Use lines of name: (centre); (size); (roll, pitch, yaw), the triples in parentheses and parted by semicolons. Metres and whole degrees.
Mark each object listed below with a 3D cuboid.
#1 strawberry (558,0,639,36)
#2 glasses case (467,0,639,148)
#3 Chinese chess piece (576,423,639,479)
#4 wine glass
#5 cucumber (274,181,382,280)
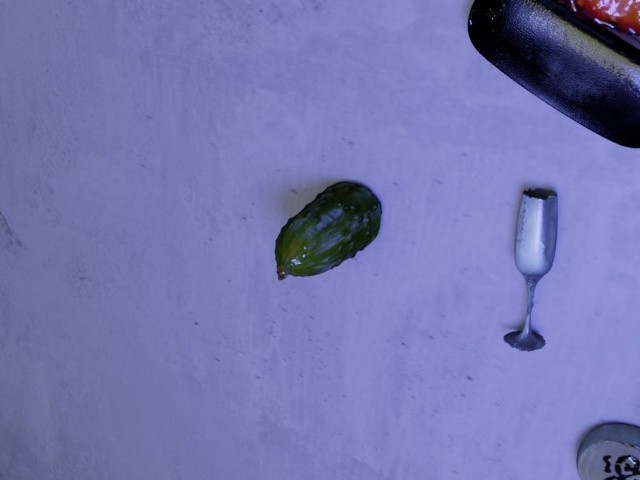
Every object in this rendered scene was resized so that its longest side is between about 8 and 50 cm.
strawberry: (0.382, -0.345, 0.766); (0.236, 0.111, 0.190); (40, 118, -16)
glasses case: (0.334, -0.239, 0.837); (0.314, 0.075, 0.122); (38, 142, 14)
Chinese chess piece: (0.487, 0.366, 1.010); (0.144, 0.058, 0.144); (12, 115, 28)
wine glass: (0.327, 0.042, 0.975); (0.074, 0.074, 0.263); (10, 113, 29)
cucumber: (-0.003, -0.002, 1.061); (0.134, 0.244, 0.135); (17, 124, 27)
